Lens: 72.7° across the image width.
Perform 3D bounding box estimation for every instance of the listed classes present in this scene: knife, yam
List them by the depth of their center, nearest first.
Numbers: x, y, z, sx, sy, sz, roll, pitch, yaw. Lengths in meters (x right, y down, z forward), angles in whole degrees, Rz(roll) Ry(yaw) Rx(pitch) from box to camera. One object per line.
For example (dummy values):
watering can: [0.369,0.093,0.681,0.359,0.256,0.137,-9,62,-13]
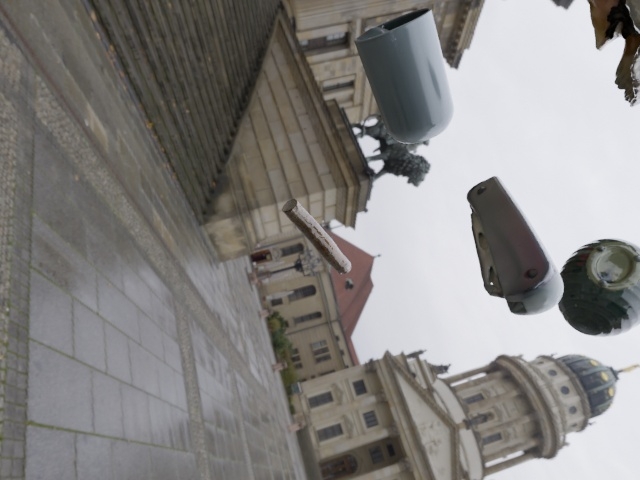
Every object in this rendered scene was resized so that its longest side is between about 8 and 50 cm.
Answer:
knife: [0.222,-0.008,0.533,0.040,0.073,0.265,53,26,-22]
yam: [0.000,0.000,1.026,0.264,0.046,0.046,48,11,-37]

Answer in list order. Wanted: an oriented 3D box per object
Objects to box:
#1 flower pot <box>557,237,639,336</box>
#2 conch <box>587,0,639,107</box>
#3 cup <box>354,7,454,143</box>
flower pot: [0.640,0.101,0.976,0.190,0.243,0.157,23,-30,35]
conch: [0.416,-0.321,0.507,0.210,0.353,0.296,-7,-108,41]
cup: [0.236,-0.435,1.183,0.311,0.206,0.205,65,-2,-28]
